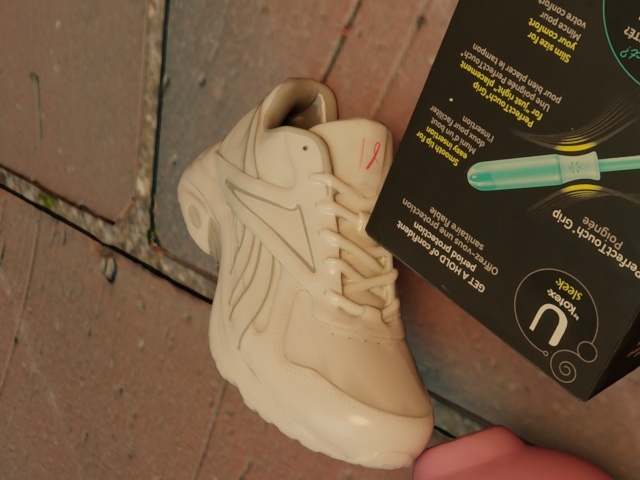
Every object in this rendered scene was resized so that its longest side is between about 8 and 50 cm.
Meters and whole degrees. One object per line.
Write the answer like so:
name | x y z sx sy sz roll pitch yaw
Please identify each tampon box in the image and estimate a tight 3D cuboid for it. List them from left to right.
tampon box | 0.114 -0.044 0.419 0.120 0.101 0.161 40 127 27

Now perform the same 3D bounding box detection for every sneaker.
sneaker | 0.000 0.000 0.511 0.115 0.090 0.232 -55 43 27

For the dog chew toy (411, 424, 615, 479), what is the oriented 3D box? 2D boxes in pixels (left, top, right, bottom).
dog chew toy | 0.115 0.242 0.449 0.207 0.207 0.331 -29 74 43
